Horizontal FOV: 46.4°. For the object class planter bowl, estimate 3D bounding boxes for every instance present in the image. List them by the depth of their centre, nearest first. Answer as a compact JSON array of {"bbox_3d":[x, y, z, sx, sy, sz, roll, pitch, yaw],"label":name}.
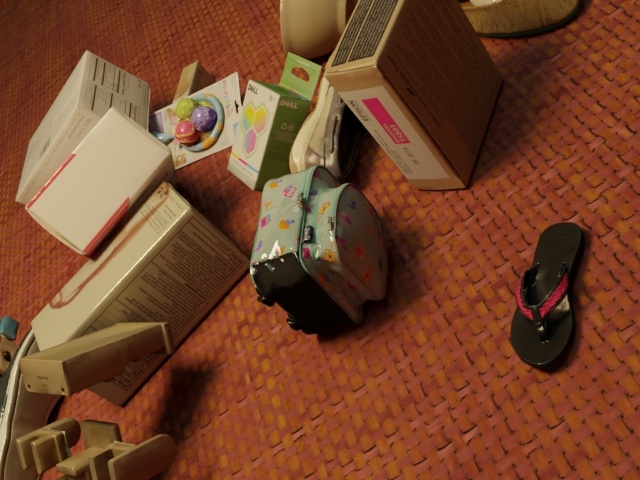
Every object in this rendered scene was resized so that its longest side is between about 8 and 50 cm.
[{"bbox_3d":[0.001,-0.397,1.308,0.109,0.162,0.162,4,55,10],"label":"planter bowl"}]

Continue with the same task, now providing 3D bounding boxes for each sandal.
[{"bbox_3d":[0.236,0.050,0.788,0.067,0.040,0.179,-4,54,39],"label":"sandal"}]

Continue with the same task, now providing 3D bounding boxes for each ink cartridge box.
[{"bbox_3d":[0.128,-0.208,0.954,0.088,0.235,0.193,0,56,42],"label":"ink cartridge box"},{"bbox_3d":[-0.077,-0.189,1.175,0.109,0.062,0.209,39,117,51],"label":"ink cartridge box"},{"bbox_3d":[-0.346,-0.076,1.232,0.207,0.117,0.283,-53,4,-10],"label":"ink cartridge box"}]

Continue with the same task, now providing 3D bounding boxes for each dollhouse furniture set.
[{"bbox_3d":[-0.266,0.244,0.968,0.212,0.242,0.161,-5,9,39],"label":"dollhouse furniture set"},{"bbox_3d":[-0.616,0.175,1.352,0.129,0.129,0.184,-28,42,20],"label":"dollhouse furniture set"}]

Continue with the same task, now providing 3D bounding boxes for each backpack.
[{"bbox_3d":[0.000,0.000,0.938,0.144,0.166,0.188,-24,47,22],"label":"backpack"}]

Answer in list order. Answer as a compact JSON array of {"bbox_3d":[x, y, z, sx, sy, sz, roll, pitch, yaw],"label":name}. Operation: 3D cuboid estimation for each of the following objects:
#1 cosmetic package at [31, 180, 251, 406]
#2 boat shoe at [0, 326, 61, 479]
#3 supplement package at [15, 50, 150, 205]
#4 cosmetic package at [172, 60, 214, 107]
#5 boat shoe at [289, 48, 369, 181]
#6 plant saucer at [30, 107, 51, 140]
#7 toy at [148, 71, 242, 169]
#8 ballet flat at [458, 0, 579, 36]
[{"bbox_3d":[-0.267,0.077,1.119,0.296,0.153,0.129,-46,38,-4],"label":"cosmetic package"},{"bbox_3d":[-0.476,0.258,1.172,0.091,0.114,0.303,-15,47,24],"label":"boat shoe"},{"bbox_3d":[-0.466,-0.196,1.477,0.262,0.145,0.204,-46,35,29],"label":"supplement package"},{"bbox_3d":[-0.255,-0.298,1.503,0.041,0.060,0.115,-18,45,27],"label":"cosmetic package"},{"bbox_3d":[0.044,-0.196,1.131,0.092,0.103,0.285,6,57,30],"label":"boat shoe"},{"bbox_3d":[-0.631,-0.291,1.836,0.188,0.045,0.188,1,57,42],"label":"plant saucer"},{"bbox_3d":[-0.252,-0.216,1.399,0.237,0.056,0.137,-20,72,32],"label":"toy"},{"bbox_3d":[0.215,-0.380,1.113,0.342,0.124,0.116,24,74,49],"label":"ballet flat"}]
